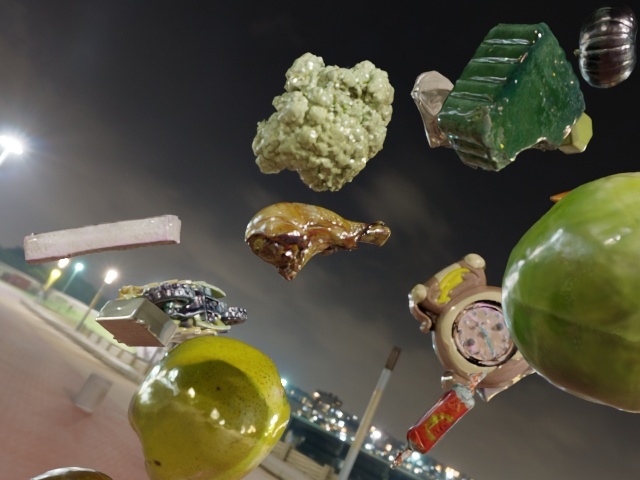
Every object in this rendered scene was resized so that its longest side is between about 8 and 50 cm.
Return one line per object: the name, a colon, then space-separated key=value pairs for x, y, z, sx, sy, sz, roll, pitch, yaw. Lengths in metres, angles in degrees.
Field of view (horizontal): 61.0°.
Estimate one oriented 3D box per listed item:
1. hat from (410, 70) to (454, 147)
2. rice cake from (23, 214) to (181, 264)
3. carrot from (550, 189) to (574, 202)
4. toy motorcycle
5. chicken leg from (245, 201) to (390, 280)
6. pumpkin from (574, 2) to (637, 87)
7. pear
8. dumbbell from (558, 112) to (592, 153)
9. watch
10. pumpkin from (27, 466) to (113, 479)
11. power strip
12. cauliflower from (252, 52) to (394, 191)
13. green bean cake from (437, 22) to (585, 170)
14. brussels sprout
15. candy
hat: x=0.370 y=-0.365 z=1.438 sx=0.245 sy=0.214 sz=0.149 roll=-5 pitch=-28 yaw=15
rice cake: x=-0.295 y=-0.002 z=0.744 sx=0.207 sy=0.047 sz=0.036 roll=-10 pitch=-3 yaw=-9
carrot: x=0.452 y=-0.072 z=0.843 sx=0.216 sy=0.048 sz=0.048 roll=-4 pitch=-14 yaw=-10
toy motorcycle: x=-0.367 y=0.193 z=1.438 sx=0.237 sy=0.168 sz=0.410 roll=-19 pitch=-23 yaw=11
chicken leg: x=0.000 y=0.000 z=0.646 sx=0.178 sy=0.093 sz=0.070 roll=-3 pitch=10 yaw=-26
pumpkin: x=0.708 y=-0.481 z=1.352 sx=0.140 sy=0.202 sz=0.202 roll=5 pitch=-26 yaw=30
pear: x=-0.197 y=0.312 z=1.006 sx=0.294 sy=0.294 sz=0.294 roll=24 pitch=-17 yaw=8
dumbbell: x=0.609 y=-0.300 z=1.555 sx=0.121 sy=0.108 sz=0.302 roll=20 pitch=-9 yaw=-38
watch: x=0.399 y=0.231 z=1.414 sx=0.335 sy=0.314 sz=0.327 roll=58 pitch=0 yaw=16
pumpkin: x=-0.178 y=0.270 z=0.383 sx=0.162 sy=0.219 sz=0.219 roll=-29 pitch=-42 yaw=15
power strip: x=-0.292 y=0.125 z=0.825 sx=0.175 sy=0.042 sz=0.075 roll=-8 pitch=-47 yaw=39
cauliflower: x=-0.005 y=-0.264 z=1.168 sx=0.260 sy=0.327 sz=0.281 roll=60 pitch=3 yaw=-40
green bean cake: x=0.441 y=-0.301 z=1.271 sx=0.300 sy=0.308 sz=0.169 roll=39 pitch=-8 yaw=-41
brussels sprout: x=0.302 y=0.050 z=0.525 sx=0.244 sy=0.244 sz=0.244 roll=24 pitch=-17 yaw=8
candy: x=0.250 y=0.375 z=1.139 sx=0.059 sy=0.292 sz=0.086 roll=45 pitch=6 yaw=24
